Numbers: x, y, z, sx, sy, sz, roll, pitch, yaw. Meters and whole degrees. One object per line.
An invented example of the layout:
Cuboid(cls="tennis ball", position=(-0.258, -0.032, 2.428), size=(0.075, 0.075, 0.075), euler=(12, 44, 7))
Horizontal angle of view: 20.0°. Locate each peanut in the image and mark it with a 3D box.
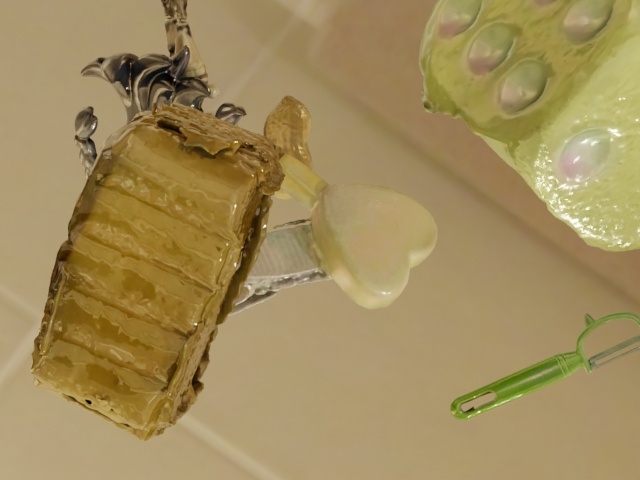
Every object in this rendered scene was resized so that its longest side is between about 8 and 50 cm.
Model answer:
Cuboid(cls="peanut", position=(-0.032, -0.092, 1.782), size=(0.054, 0.054, 0.113), euler=(125, -29, -60))

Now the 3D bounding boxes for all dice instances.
Cuboid(cls="dice", position=(0.263, -0.156, 1.723), size=(0.254, 0.250, 0.252), euler=(-49, -140, 12))

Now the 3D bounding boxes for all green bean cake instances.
Cuboid(cls="green bean cake", position=(-0.120, 0.013, 1.364), size=(0.224, 0.131, 0.229), euler=(-55, 167, -79))

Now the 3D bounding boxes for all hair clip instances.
Cuboid(cls="hair clip", position=(0.000, -0.003, 1.622), size=(0.218, 0.159, 0.071), euler=(-12, 160, -20))

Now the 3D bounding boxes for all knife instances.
Cuboid(cls="knife", position=(0.218, 0.120, 1.766), size=(0.212, 0.054, 0.015), euler=(-26, -179, 16))

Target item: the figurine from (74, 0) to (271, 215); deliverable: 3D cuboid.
Cuboid(cls="figurine", position=(-0.157, -0.109, 1.918), size=(0.197, 0.265, 0.175), euler=(-31, -170, 11))
